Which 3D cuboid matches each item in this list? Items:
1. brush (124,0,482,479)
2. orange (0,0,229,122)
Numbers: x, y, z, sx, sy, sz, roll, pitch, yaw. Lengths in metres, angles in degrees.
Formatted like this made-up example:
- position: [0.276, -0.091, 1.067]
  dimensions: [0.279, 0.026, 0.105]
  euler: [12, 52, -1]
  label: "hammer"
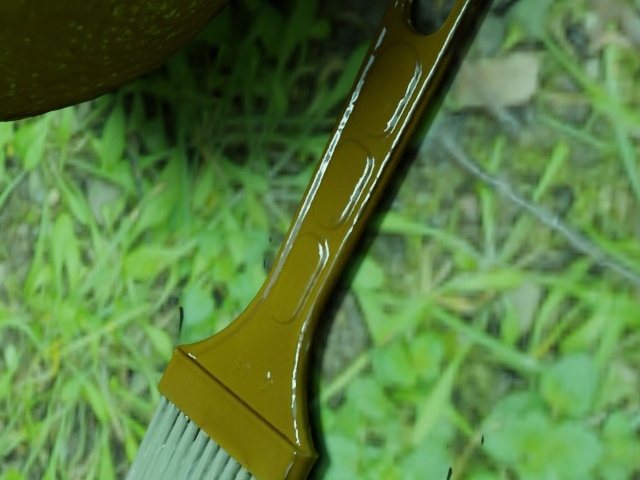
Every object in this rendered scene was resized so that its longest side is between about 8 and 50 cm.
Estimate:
- position: [0.000, 0.000, 0.634]
  dimensions: [0.090, 0.017, 0.314]
  euler: [35, 104, 38]
  label: "brush"
- position: [-0.129, -0.181, 0.613]
  dimensions: [0.274, 0.274, 0.274]
  euler: [-8, 78, 39]
  label: "orange"
